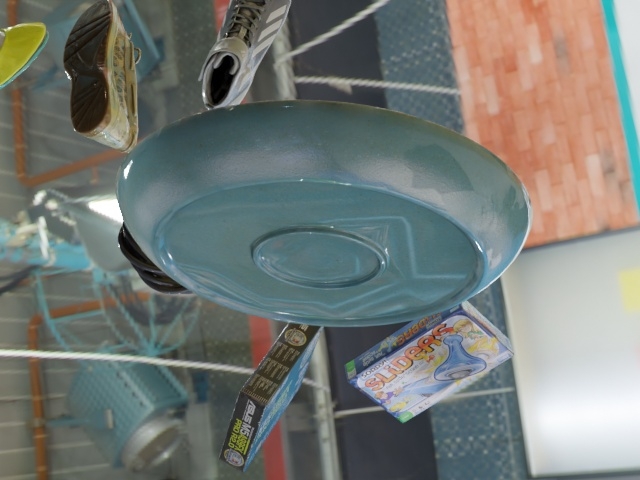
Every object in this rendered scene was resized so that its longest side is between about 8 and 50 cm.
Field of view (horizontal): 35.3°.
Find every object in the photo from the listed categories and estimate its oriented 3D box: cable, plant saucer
[{"bbox_3d":[-0.129,-0.038,1.023,0.151,0.047,0.184,6,-88,-26],"label":"cable"},{"bbox_3d":[0.000,0.000,0.768,0.317,0.318,0.043,38,-132,-46],"label":"plant saucer"}]

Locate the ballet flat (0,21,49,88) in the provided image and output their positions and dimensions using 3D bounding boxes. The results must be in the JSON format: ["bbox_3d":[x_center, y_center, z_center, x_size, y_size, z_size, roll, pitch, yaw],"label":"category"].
[{"bbox_3d":[-0.467,-0.221,1.346,0.077,0.231,0.077,39,-166,-43],"label":"ballet flat"}]

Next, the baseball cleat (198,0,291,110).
[{"bbox_3d":[-0.085,-0.246,1.184,0.109,0.072,0.205,-90,18,-83],"label":"baseball cleat"}]

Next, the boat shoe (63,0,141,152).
[{"bbox_3d":[-0.338,-0.260,1.581,0.089,0.105,0.285,36,-142,-46],"label":"boat shoe"}]

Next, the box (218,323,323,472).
[{"bbox_3d":[-0.092,0.286,1.954,0.270,0.060,0.216,-53,-13,-49],"label":"box"}]

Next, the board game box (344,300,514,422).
[{"bbox_3d":[0.155,0.170,1.434,0.136,0.201,0.035,40,-156,-33],"label":"board game box"}]
